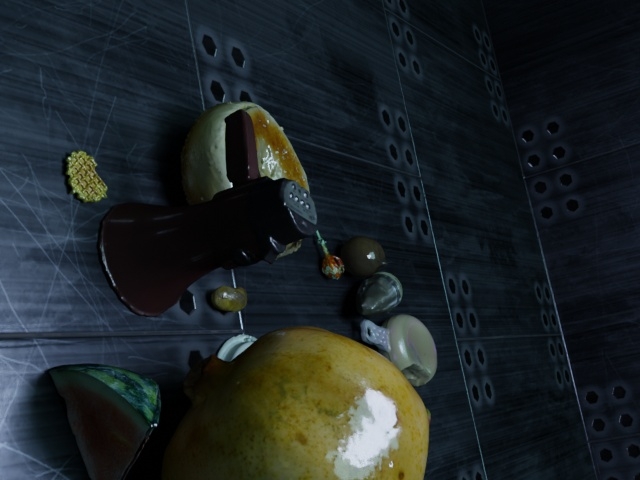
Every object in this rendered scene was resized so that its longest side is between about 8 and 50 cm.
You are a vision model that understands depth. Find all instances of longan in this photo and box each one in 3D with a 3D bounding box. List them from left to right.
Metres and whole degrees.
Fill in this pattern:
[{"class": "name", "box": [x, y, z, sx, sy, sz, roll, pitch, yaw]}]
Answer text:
[{"class": "longan", "box": [0.099, 0.039, 2.111, 0.113, 0.113, 0.092, 7, 101, -59]}]

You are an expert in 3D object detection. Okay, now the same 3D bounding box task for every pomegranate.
[{"class": "pomegranate", "box": [-0.047, 0.318, 1.408, 0.417, 0.417, 0.416, 36, 45, -48]}]

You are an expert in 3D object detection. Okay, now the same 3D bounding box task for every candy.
[{"class": "candy", "box": [0.000, 0.000, 2.036, 0.055, 0.049, 0.184, 107, -41, -86]}]

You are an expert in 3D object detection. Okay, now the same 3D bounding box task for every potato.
[{"class": "potato", "box": [-0.161, 0.106, 1.682, 0.046, 0.045, 0.092, 44, 15, 25]}]

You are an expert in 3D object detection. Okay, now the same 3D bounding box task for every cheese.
[{"class": "cheese", "box": [0.173, 0.242, 2.163, 0.286, 0.082, 0.163, 24, 53, -50]}]

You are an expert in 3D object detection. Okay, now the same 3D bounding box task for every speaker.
[{"class": "speaker", "box": [-0.160, -0.041, 1.495, 0.198, 0.330, 0.259, 53, 28, -32]}]

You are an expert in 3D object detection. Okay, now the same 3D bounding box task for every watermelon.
[{"class": "watermelon", "box": [-0.267, 0.256, 1.312, 0.136, 0.207, 0.202, -24, 114, -35]}]

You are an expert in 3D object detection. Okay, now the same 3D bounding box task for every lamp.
[{"class": "lamp", "box": [0.133, 0.124, 2.120, 0.250, 0.101, 0.101, -33, 104, -72]}]

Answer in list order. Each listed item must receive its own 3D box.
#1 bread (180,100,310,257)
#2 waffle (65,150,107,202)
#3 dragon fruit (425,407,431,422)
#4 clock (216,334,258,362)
[{"class": "bread", "box": [-0.141, -0.102, 1.711, 0.305, 0.159, 0.305, 42, 37, -44]}, {"class": "waffle", "box": [-0.368, -0.100, 1.459, 0.078, 0.016, 0.085, -13, 86, -62]}, {"class": "dragon fruit", "box": [0.100, 0.370, 1.892, 0.198, 0.200, 0.269, 23, 15, -47]}, {"class": "clock", "box": [-0.106, 0.281, 1.677, 0.236, 0.053, 0.236, 34, 48, -48]}]
